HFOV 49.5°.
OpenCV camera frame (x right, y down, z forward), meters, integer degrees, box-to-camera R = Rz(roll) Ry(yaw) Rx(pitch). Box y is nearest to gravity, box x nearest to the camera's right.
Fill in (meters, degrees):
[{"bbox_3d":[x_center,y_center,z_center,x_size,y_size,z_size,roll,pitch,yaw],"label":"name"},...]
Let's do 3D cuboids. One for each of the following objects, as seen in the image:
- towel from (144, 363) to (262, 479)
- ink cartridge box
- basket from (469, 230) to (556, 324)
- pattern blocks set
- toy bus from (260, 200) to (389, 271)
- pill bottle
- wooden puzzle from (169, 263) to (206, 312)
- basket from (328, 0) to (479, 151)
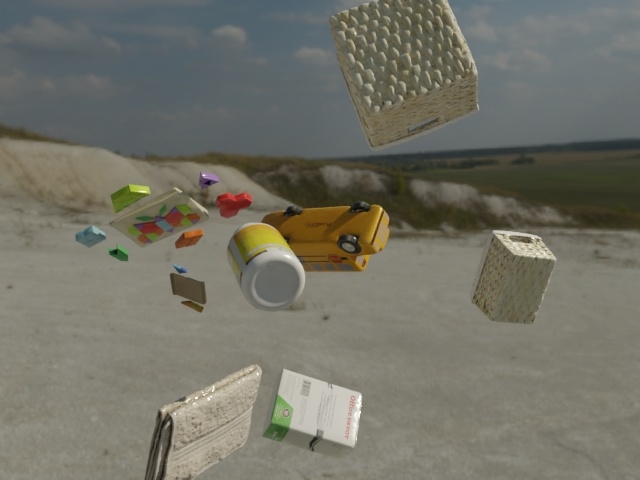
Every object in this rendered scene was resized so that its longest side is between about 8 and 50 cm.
[{"bbox_3d":[-0.218,0.361,1.344,0.049,0.187,0.282,26,24,27],"label":"towel"},{"bbox_3d":[-0.018,0.441,1.756,0.219,0.092,0.160,20,47,-7],"label":"ink cartridge box"},{"bbox_3d":[0.387,0.078,1.396,0.113,0.167,0.103,6,24,-16],"label":"basket"},{"bbox_3d":[-0.336,-0.045,1.478,0.325,0.026,0.285,-30,-28,19],"label":"pattern blocks set"},{"bbox_3d":[0.000,0.000,1.548,0.333,0.108,0.130,-2,-39,34],"label":"toy bus"},{"bbox_3d":[-0.110,0.040,1.311,0.117,0.117,0.215,-4,22,-16],"label":"pill bottle"},{"bbox_3d":[-0.261,0.094,1.377,0.079,0.116,0.014,20,47,6],"label":"wooden puzzle"},{"bbox_3d":[0.226,-0.473,1.874,0.328,0.331,0.266,-20,-15,5],"label":"basket"}]
